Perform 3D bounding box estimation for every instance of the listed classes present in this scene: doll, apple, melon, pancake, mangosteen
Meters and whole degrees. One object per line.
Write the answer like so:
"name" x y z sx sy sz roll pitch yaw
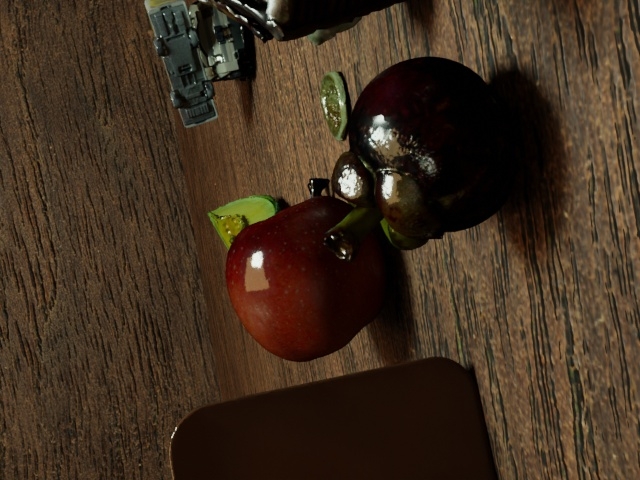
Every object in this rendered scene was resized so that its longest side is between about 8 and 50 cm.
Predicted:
"doll" 0.000 0.000 1.337 0.096 0.070 0.195 80 -174 -83
"apple" -0.019 0.049 1.150 0.201 0.218 0.218 59 165 -4
"melon" -0.110 0.015 1.673 0.169 0.129 0.265 63 170 -26
"pancake" 0.020 -0.200 1.241 0.108 0.017 0.108 167 90 -75
"mangosteen" 0.087 -0.078 0.771 0.172 0.184 0.172 39 -141 -41

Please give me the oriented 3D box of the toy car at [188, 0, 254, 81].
"toy car" -0.224 -0.428 1.813 0.301 0.118 0.193 -155 51 -68

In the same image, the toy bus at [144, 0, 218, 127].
"toy bus" -0.282 -0.365 1.714 0.106 0.092 0.268 -117 11 -49

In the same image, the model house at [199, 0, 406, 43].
"model house" 0.011 -0.319 0.706 0.282 0.317 0.297 60 155 0

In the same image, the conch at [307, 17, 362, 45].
"conch" 0.025 -0.341 0.893 0.220 0.195 0.277 18 92 42

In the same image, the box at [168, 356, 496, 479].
"box" 0.005 0.286 0.988 0.229 0.340 0.239 131 128 -74
